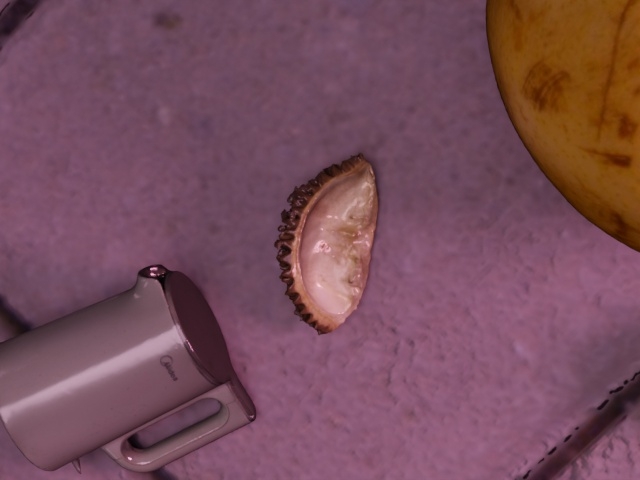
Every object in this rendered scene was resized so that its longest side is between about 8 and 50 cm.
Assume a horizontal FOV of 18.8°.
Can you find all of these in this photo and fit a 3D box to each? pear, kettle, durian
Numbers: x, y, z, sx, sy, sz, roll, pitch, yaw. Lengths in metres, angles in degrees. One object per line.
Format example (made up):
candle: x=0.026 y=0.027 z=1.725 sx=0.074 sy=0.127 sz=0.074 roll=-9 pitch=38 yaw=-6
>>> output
pear: x=0.235 y=-0.119 z=1.154 sx=0.280 sy=0.281 sz=0.281 roll=1 pitch=94 yaw=14
kettle: x=-0.141 y=0.100 z=1.350 sx=0.148 sy=0.098 sz=0.127 roll=-25 pitch=83 yaw=11
durian: x=0.001 y=0.001 z=1.329 sx=0.066 sy=0.052 sz=0.130 roll=11 pitch=96 yaw=11
